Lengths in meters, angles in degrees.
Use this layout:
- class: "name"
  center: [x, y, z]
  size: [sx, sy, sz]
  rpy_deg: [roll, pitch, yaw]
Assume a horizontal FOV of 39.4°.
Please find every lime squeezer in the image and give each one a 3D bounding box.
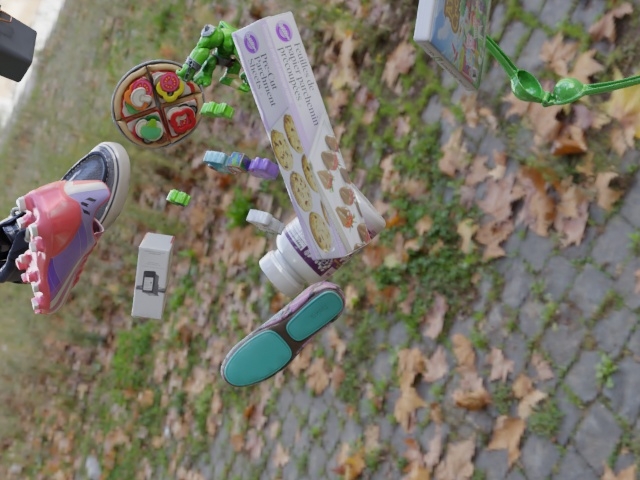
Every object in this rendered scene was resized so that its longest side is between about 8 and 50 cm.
- class: "lime squeezer"
  center: [0.377, -0.266, 1.432]
  size: [0.059, 0.310, 0.110]
  rpy_deg: [-46, -29, -60]

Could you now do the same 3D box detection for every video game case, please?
- class: "video game case"
  center: [0.182, -0.326, 1.167]
  size: [0.023, 0.193, 0.213]
  rpy_deg: [6, 83, 30]

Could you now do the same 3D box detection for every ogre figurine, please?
- class: "ogre figurine"
  center: [-0.186, -0.360, 1.745]
  size: [0.097, 0.197, 0.118]
  rpy_deg: [51, 129, 52]

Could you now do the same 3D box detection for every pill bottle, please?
- class: "pill bottle"
  center: [0.000, 0.000, 2.201]
  size: [0.301, 0.169, 0.169]
  rpy_deg: [-42, 34, 7]

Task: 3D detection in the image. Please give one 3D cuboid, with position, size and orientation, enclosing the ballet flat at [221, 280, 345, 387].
- class: "ballet flat"
  center: [-0.057, 0.140, 1.359]
  size: [0.221, 0.077, 0.079]
  rpy_deg: [-39, 15, -4]

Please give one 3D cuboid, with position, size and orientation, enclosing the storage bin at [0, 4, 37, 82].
- class: "storage bin"
  center: [-0.555, -0.350, 1.582]
  size: [0.098, 0.091, 0.135]
  rpy_deg: [-46, 36, 30]

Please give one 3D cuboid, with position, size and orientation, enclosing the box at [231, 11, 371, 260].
- class: "box"
  center: [-0.024, -0.132, 1.177]
  size: [0.067, 0.063, 0.324]
  rpy_deg: [-8, 105, 48]

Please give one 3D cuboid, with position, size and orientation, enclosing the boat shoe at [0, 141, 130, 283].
- class: "boat shoe"
  center: [-0.488, -0.042, 1.639]
  size: [0.127, 0.158, 0.340]
  rpy_deg: [48, 117, 25]

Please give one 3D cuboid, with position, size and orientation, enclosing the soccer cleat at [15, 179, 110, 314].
- class: "soccer cleat"
  center: [-0.295, 0.013, 1.029]
  size: [0.083, 0.095, 0.248]
  rpy_deg: [62, 153, 21]

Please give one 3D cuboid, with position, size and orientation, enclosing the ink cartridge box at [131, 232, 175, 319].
- class: "ink cartridge box"
  center: [-0.339, 0.072, 1.816]
  size: [0.109, 0.063, 0.151]
  rpy_deg: [-103, 22, -73]

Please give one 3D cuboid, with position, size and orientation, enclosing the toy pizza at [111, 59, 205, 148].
- class: "toy pizza"
  center: [-0.339, -0.282, 1.887]
  size: [0.201, 0.201, 0.032]
  rpy_deg: [-66, 33, 21]

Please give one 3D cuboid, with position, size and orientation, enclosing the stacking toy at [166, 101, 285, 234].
- class: "stacking toy"
  center: [-0.114, -0.109, 1.302]
  size: [0.221, 0.052, 0.167]
  rpy_deg: [14, 76, 34]
